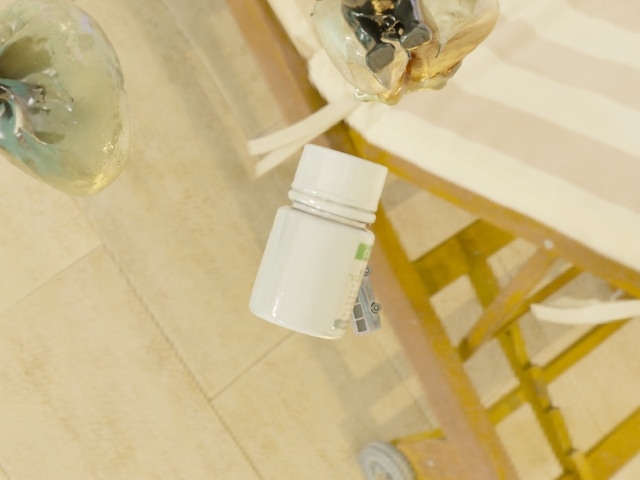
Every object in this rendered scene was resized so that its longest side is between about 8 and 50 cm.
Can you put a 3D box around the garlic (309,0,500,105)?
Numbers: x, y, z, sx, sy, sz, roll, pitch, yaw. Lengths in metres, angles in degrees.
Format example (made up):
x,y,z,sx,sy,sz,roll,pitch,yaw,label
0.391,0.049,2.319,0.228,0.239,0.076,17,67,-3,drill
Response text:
x,y,z,sx,sy,sz,roll,pitch,yaw,label
0.129,-0.321,1.762,0.286,0.313,0.249,9,83,10,garlic

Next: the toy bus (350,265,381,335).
x,y,z,sx,sy,sz,roll,pitch,yaw,label
0.059,0.079,1.728,0.052,0.037,0.130,-15,96,-8,toy bus

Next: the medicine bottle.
x,y,z,sx,sy,sz,roll,pitch,yaw,label
0.000,0.000,1.478,0.139,0.139,0.236,15,92,-29,medicine bottle

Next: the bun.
x,y,z,sx,sy,sz,roll,pitch,yaw,label
-0.364,-0.182,1.460,0.168,0.273,0.273,-31,98,-39,bun

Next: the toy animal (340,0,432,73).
x,y,z,sx,sy,sz,roll,pitch,yaw,label
0.021,-0.263,1.002,0.146,0.115,0.245,-99,173,-49,toy animal
